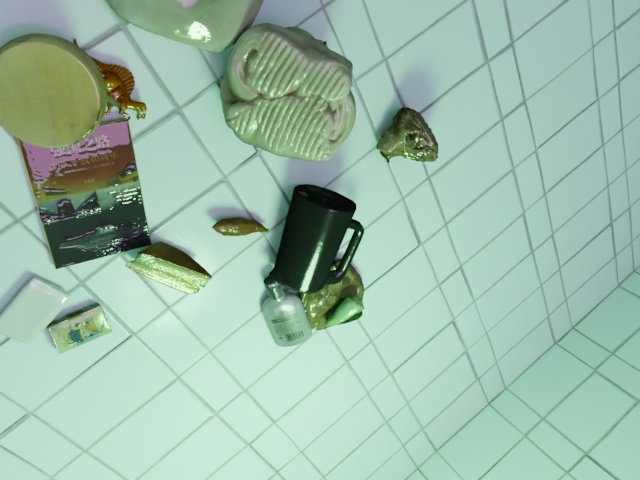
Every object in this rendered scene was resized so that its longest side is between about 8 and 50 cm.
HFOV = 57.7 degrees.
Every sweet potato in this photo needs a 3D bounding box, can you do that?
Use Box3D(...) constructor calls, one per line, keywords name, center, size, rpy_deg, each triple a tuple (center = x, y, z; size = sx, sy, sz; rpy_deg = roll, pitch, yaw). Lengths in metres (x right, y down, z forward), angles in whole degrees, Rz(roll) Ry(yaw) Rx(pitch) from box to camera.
Box3D(name="sweet potato", center=(-0.247, -0.041, 1.783), size=(0.205, 0.060, 0.068), rpy_deg=(1, 151, -35))

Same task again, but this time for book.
Box3D(name="book", center=(-0.603, -0.118, 1.524), size=(0.262, 0.028, 0.374), rpy_deg=(-16, 123, -24))

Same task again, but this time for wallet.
Box3D(name="wallet", center=(-0.781, 0.189, 1.571), size=(0.183, 0.032, 0.124), rpy_deg=(-49, 131, 1))
Box3D(name="wallet", center=(-0.687, 0.252, 1.661), size=(0.155, 0.039, 0.110), rpy_deg=(-24, 127, -22))

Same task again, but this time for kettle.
Box3D(name="kettle", center=(-0.013, -0.006, 1.881), size=(0.262, 0.203, 0.308), rpy_deg=(-17, 130, -56))

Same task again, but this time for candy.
Box3D(name="candy", center=(-0.285, -0.659, 1.342), size=(0.386, 0.186, 0.427), rpy_deg=(26, 95, -36))

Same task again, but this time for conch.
Box3D(name="conch", center=(0.093, 0.268, 2.110), size=(0.170, 0.079, 0.106), rpy_deg=(-37, 130, 12))

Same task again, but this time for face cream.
Box3D(name="face cream", center=(-0.129, 0.243, 1.990), size=(0.144, 0.071, 0.291), rpy_deg=(-18, 125, 3))

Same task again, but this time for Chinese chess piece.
Box3D(name="Chinese chess piece", center=(-0.613, -0.335, 1.309), size=(0.250, 0.097, 0.251), rpy_deg=(-6, 120, -10))

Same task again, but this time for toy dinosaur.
Box3D(name="toy dinosaur", center=(-0.508, -0.387, 1.418), size=(0.142, 0.057, 0.212), rpy_deg=(-18, 123, -26))

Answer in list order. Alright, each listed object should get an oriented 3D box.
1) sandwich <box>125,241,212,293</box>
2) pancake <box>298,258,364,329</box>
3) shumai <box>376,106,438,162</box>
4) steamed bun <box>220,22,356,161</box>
Box3D(name="sandwich", center=(-0.445, 0.076, 1.690), size=(0.258, 0.096, 0.094), rpy_deg=(31, 102, -42))
Box3D(name="pancake", center=(0.033, 0.197, 2.100), size=(0.294, 0.049, 0.294), rpy_deg=(-18, 126, -27))
Box3D(name="shumai", center=(0.279, -0.319, 1.914), size=(0.175, 0.166, 0.206), rpy_deg=(-37, 105, 0))
Box3D(name="steamed bun", center=(-0.074, -0.405, 1.568), size=(0.367, 0.255, 0.342), rpy_deg=(23, 122, -11))
